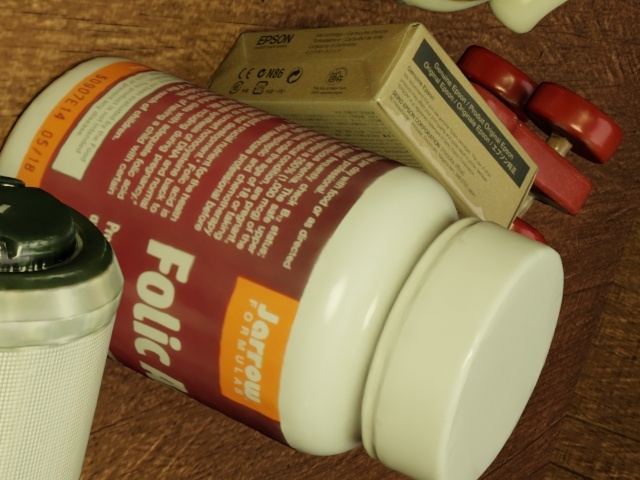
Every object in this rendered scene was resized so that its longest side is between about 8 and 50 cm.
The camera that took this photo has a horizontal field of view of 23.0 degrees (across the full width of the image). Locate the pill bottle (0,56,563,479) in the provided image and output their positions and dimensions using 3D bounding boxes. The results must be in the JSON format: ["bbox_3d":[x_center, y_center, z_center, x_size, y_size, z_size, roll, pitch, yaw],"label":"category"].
[{"bbox_3d":[-0.036,0.024,1.174,0.224,0.392,0.224,-46,149,-40],"label":"pill bottle"}]

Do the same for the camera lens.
[{"bbox_3d":[-0.253,0.100,0.994,0.219,0.219,0.274,-18,126,-60],"label":"camera lens"}]

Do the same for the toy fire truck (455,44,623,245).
[{"bbox_3d":[0.131,-0.123,1.558,0.254,0.302,0.169,36,90,-40],"label":"toy fire truck"}]

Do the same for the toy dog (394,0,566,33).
[{"bbox_3d":[0.196,-0.358,1.436,0.408,0.284,0.395,-41,172,-31],"label":"toy dog"}]

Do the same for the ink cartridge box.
[{"bbox_3d":[0.040,-0.092,1.362,0.193,0.234,0.088,45,65,-35],"label":"ink cartridge box"}]
